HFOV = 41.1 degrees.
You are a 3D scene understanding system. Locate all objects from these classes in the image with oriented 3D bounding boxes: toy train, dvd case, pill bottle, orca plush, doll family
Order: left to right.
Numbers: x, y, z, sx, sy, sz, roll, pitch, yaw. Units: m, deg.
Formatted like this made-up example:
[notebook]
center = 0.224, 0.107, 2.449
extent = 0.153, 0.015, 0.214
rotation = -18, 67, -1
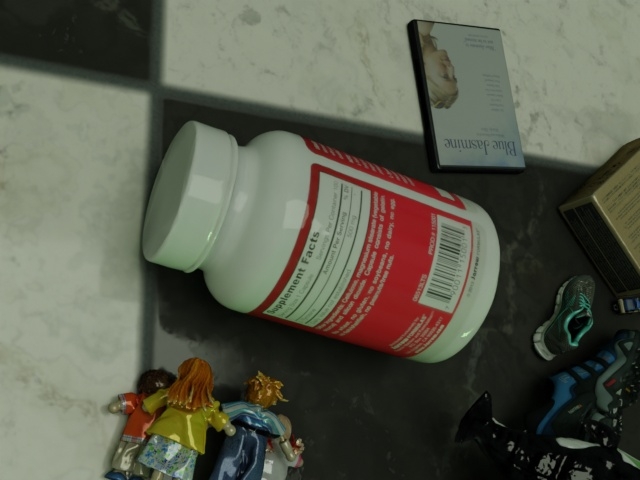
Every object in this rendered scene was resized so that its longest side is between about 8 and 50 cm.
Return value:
[doll family]
center = -0.115, 0.229, 1.007
extent = 0.262, 0.118, 0.163
rotation = 24, 66, -20
[pill bottle]
center = 0.000, 0.000, 1.067
extent = 0.407, 0.229, 0.229
rotation = 18, 69, -23
[dvd case]
center = 0.236, -0.230, 1.375
extent = 0.180, 0.022, 0.253
rotation = -2, 78, -29
[orca plush]
center = 0.323, 0.289, 1.094
extent = 0.287, 0.102, 0.151
rotation = 39, 84, 0
[toy train]
center = 0.559, 0.108, 1.447
extent = 0.158, 0.036, 0.027
rotation = -2, 78, -28

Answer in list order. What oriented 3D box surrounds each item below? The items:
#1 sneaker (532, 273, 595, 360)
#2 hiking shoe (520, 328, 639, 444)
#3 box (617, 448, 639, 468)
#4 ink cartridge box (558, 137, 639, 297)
[sneaker]
center = 0.402, 0.118, 1.338
extent = 0.065, 0.076, 0.166
rotation = 42, 61, -13
[hiking shoe]
center = 0.406, 0.212, 1.293
extent = 0.304, 0.132, 0.113
rotation = -35, 127, -51
[box]
center = 0.425, 0.476, 1.267
extent = 0.232, 0.058, 0.322
rotation = 31, 65, -17
[ink cartridge box]
center = 0.541, -0.046, 1.450
extent = 0.234, 0.088, 0.193
rotation = -37, 97, -31
